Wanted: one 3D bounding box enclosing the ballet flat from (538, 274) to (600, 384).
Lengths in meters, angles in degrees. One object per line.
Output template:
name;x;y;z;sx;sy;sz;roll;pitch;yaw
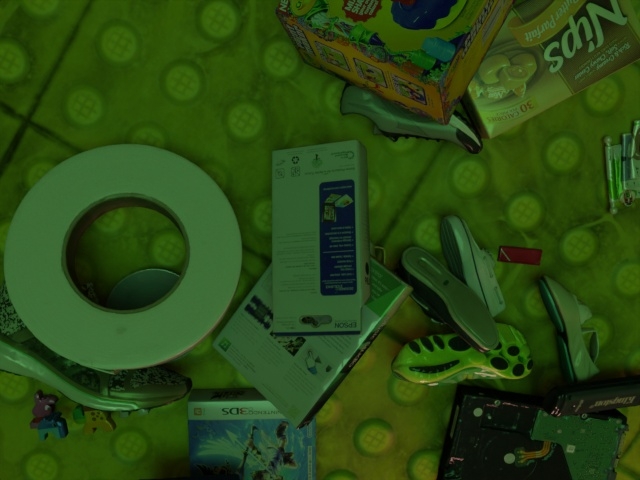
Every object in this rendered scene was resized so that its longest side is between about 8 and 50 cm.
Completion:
ballet flat;0.482;0.165;1.216;0.086;0.086;0.248;-20;109;1

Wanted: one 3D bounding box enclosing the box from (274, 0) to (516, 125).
box;0.135;-0.383;0.986;0.279;0.177;0.289;28;87;18

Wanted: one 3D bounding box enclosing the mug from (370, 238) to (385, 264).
mug;0.079;0.028;1.193;0.062;0.078;0.064;2;92;30

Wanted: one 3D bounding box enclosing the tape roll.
tape roll;-0.328;0.028;1.090;0.393;0.072;0.391;2;78;-9

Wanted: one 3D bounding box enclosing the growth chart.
growth chart;0.642;-0.159;1.195;0.238;0.021;0.171;-14;99;0

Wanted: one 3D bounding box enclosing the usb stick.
usb stick;0.558;0.294;1.220;0.278;0.045;0.077;-2;134;-17

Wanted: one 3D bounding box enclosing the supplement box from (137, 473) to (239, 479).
supplement box;-0.234;0.632;1.165;0.196;0.194;0.356;-3;117;-1

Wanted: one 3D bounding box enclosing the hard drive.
hard drive;0.417;0.427;1.268;0.339;0.064;0.236;9;100;-3

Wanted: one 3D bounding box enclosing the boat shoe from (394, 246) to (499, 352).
boat shoe;0.227;0.115;1.158;0.233;0.084;0.079;46;138;19

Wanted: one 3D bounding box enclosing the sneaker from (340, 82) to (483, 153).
sneaker;0.161;-0.217;1.133;0.272;0.100;0.107;26;107;0

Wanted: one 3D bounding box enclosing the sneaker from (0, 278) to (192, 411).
sneaker;-0.416;0.172;1.131;0.411;0.158;0.181;20;97;-2

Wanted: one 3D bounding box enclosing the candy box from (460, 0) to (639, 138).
candy box;0.387;-0.332;1.118;0.317;0.087;0.182;-28;100;2

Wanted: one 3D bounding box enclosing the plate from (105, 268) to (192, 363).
plate;-0.310;0.142;1.205;0.188;0.024;0.188;0;100;-1

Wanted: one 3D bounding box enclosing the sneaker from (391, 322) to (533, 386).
sneaker;0.268;0.218;1.210;0.296;0.123;0.109;2;73;-19

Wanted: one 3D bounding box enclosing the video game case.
video game case;-0.131;0.425;1.246;0.245;0.061;0.269;-1;100;-1

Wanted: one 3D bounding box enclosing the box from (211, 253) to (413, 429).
box;-0.020;0.139;1.149;0.232;0.058;0.322;40;99;21

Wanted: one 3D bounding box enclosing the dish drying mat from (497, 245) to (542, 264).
dish drying mat;0.383;0.029;1.223;0.083;0.008;0.032;6;99;-3

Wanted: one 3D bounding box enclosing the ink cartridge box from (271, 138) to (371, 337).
ink cartridge box;0.000;0.000;1.096;0.166;0.065;0.332;-3;79;20

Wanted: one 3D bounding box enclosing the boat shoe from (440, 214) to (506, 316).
boat shoe;0.288;0.046;1.195;0.076;0.083;0.226;-24;112;-10

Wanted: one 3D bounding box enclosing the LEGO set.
LEGO set;-0.450;0.309;1.198;0.228;0.087;0.093;-7;101;-2
